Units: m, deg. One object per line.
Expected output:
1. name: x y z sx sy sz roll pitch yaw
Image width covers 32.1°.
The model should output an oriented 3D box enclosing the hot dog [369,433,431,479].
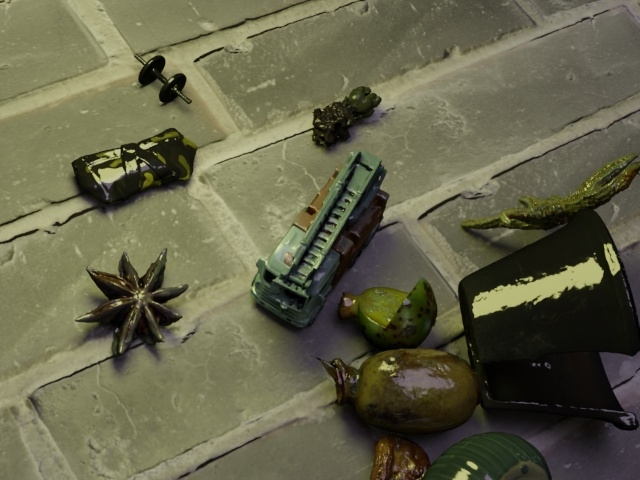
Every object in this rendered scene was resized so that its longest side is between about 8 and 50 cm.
1. hot dog: 0.124 0.379 1.789 0.099 0.065 0.147 23 52 -11

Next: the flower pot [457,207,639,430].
1. flower pot: 0.372 0.145 1.882 0.251 0.379 0.380 -11 59 3

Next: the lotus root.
1. lotus root: 0.127 0.245 1.829 0.278 0.154 0.154 4 57 -4

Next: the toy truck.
1. toy truck: 0.000 0.000 1.924 0.133 0.184 0.338 31 55 7

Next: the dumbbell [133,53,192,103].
1. dumbbell: -0.299 -0.306 2.107 0.147 0.069 0.069 42 57 12

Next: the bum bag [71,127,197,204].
1. bum bag: -0.323 -0.133 1.995 0.232 0.060 0.107 -21 75 -24

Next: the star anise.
1. star anise: -0.313 0.101 1.843 0.180 0.061 0.205 8 59 -17

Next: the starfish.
1. starfish: 0.432 -0.071 2.022 0.347 0.358 0.078 -26 90 4

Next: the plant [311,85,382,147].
1. plant: 0.046 -0.245 2.166 0.174 0.087 0.085 -38 104 -27

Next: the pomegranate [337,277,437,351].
1. pomegranate: 0.119 0.136 1.917 0.169 0.122 0.143 -14 23 15

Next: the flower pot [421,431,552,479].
1. flower pot: 0.257 0.402 1.733 0.243 0.157 0.189 -31 99 -36
